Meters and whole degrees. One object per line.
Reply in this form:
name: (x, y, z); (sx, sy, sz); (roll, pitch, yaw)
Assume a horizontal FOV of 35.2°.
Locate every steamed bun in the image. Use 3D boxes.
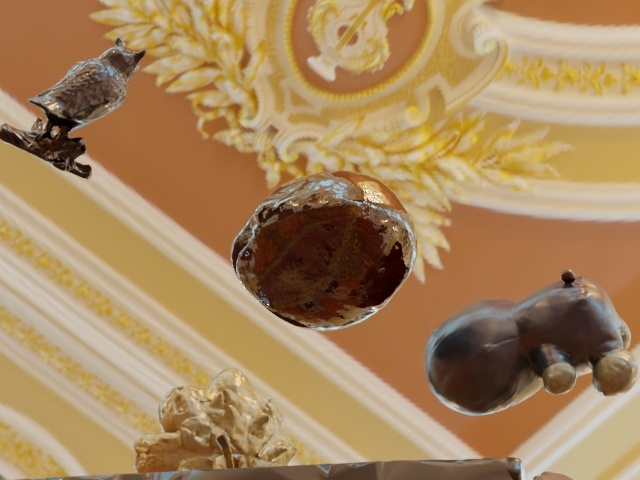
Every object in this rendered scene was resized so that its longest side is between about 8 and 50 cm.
steamed bun: (-0.144, 0.348, 1.633); (0.295, 0.292, 0.137); (31, -31, -32)

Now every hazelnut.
hazelnut: (0.000, 0.000, 1.295); (0.218, 0.218, 0.234); (45, -57, -9)

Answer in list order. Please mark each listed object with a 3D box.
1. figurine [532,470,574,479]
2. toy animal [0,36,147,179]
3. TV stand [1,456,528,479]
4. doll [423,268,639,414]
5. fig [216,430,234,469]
figurine: (0.243, 0.494, 1.383); (0.166, 0.207, 0.387); (34, -77, 26)
toy animal: (-0.322, -0.197, 1.320); (0.121, 0.117, 0.210); (24, -104, 27)
TV stand: (-0.059, 0.137, 0.354); (0.269, 0.088, 0.083); (-7, -41, 17)
doll: (0.258, 0.142, 1.282); (0.258, 0.228, 0.154); (-27, -80, 20)
fig: (-0.099, 0.264, 0.888); (0.093, 0.093, 0.166); (-9, -71, 17)
